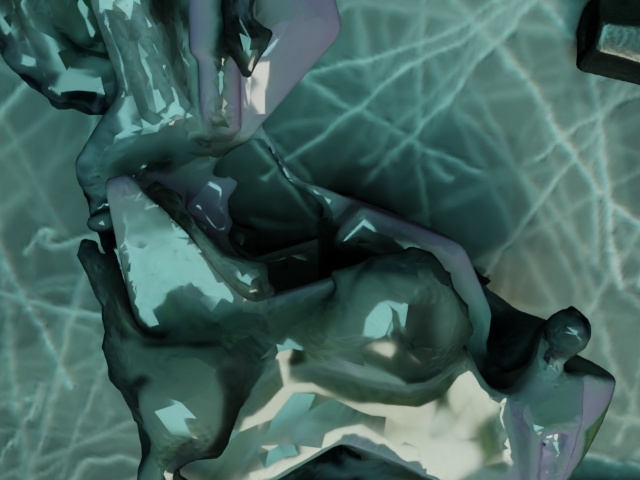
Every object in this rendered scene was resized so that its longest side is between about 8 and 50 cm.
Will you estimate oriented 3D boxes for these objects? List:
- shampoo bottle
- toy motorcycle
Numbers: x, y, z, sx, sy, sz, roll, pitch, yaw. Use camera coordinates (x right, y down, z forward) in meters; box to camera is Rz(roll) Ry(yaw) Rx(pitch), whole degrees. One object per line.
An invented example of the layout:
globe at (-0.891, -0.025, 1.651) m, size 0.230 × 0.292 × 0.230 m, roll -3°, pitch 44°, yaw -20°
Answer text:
shampoo bottle at (0.173, -0.074, 0.449) m, size 0.137 × 0.027 × 0.048 m, roll 9°, pitch 114°, yaw -7°
toy motorcycle at (0.000, 0.000, 0.420) m, size 0.188 × 0.143 × 0.327 m, roll -17°, pitch 98°, yaw -5°
